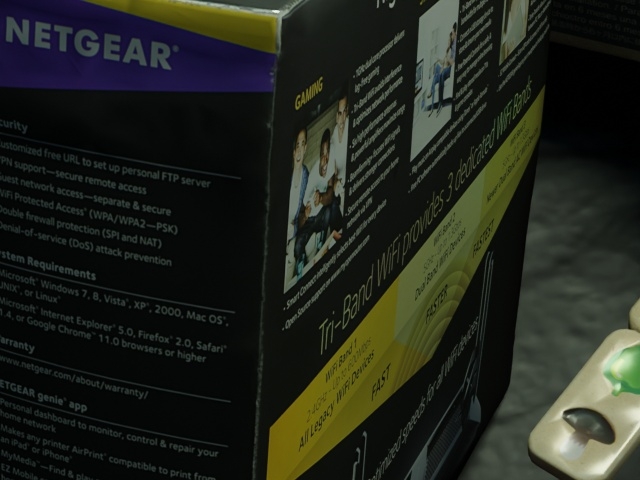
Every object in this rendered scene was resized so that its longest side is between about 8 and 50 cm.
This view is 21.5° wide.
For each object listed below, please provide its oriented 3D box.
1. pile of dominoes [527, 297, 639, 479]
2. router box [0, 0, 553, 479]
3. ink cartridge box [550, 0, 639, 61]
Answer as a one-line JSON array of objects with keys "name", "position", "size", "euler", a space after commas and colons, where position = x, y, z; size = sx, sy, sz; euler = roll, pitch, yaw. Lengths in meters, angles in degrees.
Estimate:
[{"name": "pile of dominoes", "position": [0.203, 0.030, 0.526], "size": [0.196, 0.040, 0.251], "euler": [30, 64, 29]}, {"name": "router box", "position": [0.000, 0.000, 0.539], "size": [0.081, 0.243, 0.309], "euler": [12, 24, 17]}, {"name": "ink cartridge box", "position": [0.148, -0.187, 0.789], "size": [0.193, 0.088, 0.235], "euler": [17, 46, 24]}]
